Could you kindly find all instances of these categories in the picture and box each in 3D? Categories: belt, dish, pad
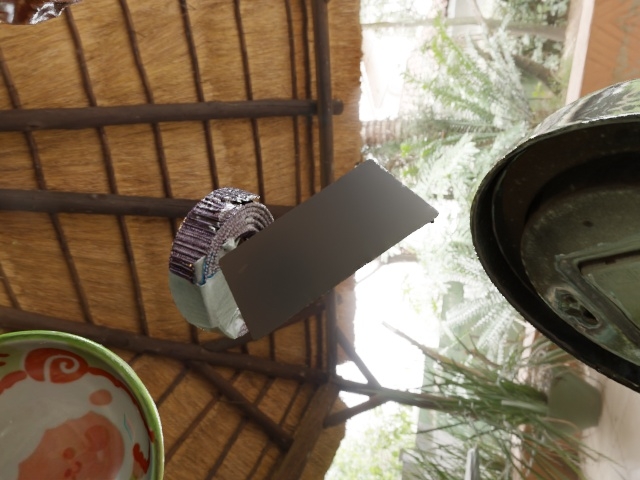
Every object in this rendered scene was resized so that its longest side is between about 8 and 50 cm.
[{"bbox_3d":[-0.192,0.057,0.864,0.260,0.122,0.325,-54,-27,-45],"label":"belt"},{"bbox_3d":[-0.353,0.280,0.517,0.124,0.323,0.325,125,158,-74],"label":"dish"},{"bbox_3d":[0.000,0.000,0.531,0.265,0.160,0.009,-34,-44,-4],"label":"pad"}]

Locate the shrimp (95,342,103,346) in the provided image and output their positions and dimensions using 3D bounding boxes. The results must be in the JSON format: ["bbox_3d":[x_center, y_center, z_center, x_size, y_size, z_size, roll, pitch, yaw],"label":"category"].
[{"bbox_3d":[-0.417,0.203,0.683,0.073,0.074,0.190,-64,4,-10],"label":"shrimp"}]

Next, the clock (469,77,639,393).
[{"bbox_3d":[0.329,0.030,0.379,0.076,0.386,0.386,-45,-36,-19],"label":"clock"}]

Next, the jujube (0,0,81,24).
[{"bbox_3d":[-0.400,-0.432,0.447,0.342,0.216,0.216,65,-147,-24],"label":"jujube"}]
